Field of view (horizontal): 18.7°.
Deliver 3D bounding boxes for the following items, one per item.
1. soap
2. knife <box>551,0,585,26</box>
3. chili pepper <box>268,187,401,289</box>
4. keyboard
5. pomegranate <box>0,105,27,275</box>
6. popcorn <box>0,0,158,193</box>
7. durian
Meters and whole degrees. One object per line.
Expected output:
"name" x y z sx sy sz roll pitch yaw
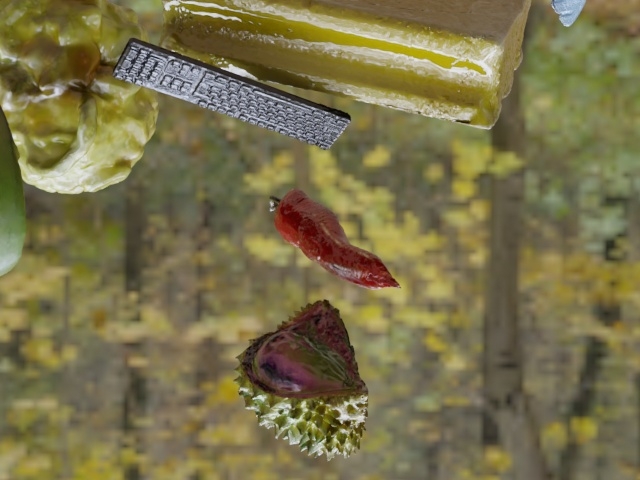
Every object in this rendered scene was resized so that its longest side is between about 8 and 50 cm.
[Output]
"soap" 0.026 -0.204 1.762 0.315 0.091 0.199 13 -150 10
"knife" 0.114 -0.276 1.199 0.045 0.313 0.019 -21 -159 4
"chili pepper" 0.000 0.000 1.835 0.051 0.059 0.268 -12 -155 -21
"keyboard" -0.077 -0.126 1.686 0.204 0.013 0.061 18 151 -14
"pomegranate" -0.359 -0.030 1.637 0.159 0.190 0.241 -13 160 -30
"popcorn" -0.256 -0.160 1.903 0.181 0.235 0.217 -8 -167 11
"durian" -0.028 0.136 1.755 0.108 0.119 0.186 0 -150 -14
